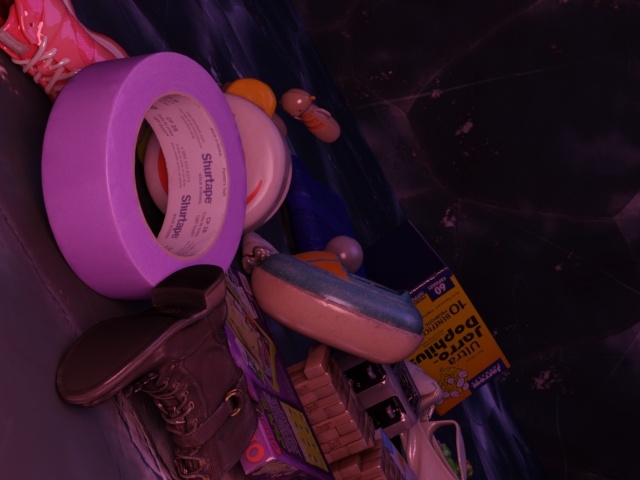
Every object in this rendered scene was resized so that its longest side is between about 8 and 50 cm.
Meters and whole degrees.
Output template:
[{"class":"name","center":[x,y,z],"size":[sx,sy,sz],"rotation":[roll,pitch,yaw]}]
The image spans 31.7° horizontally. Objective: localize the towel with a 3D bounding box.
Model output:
[{"class":"towel","center":[0.000,0.000,2.216],"size":[0.227,0.076,0.308],"rotation":[40,26,-46]}]

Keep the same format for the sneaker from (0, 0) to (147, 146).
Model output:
[{"class":"sneaker","center":[-0.325,-0.225,1.307],"size":[0.314,0.116,0.136],"rotation":[58,28,-11]}]

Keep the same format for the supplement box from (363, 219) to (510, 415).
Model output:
[{"class":"supplement box","center":[0.220,0.167,2.381],"size":[0.356,0.194,0.195],"rotation":[53,2,-39]}]

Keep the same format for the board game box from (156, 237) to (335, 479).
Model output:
[{"class":"board game box","center":[-0.098,0.160,1.463],"size":[0.347,0.056,0.208],"rotation":[64,7,30]}]

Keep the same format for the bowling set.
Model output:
[{"class":"bowling set","center":[-0.127,-0.139,1.737],"size":[0.154,0.287,0.200],"rotation":[39,61,-49]}]

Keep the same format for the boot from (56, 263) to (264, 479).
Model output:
[{"class":"boot","center":[-0.147,0.171,1.173],"size":[0.263,0.091,0.229],"rotation":[-39,126,-48]}]

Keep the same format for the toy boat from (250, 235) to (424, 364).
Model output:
[{"class":"toy boat","center":[0.027,0.073,1.701],"size":[0.267,0.148,0.318],"rotation":[22,3,-5]}]

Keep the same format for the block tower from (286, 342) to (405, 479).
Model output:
[{"class":"block tower","center":[0.043,0.320,1.692],"size":[0.335,0.097,0.091],"rotation":[62,12,-15]}]

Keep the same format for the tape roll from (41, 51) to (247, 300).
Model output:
[{"class":"tape roll","center":[-0.190,-0.070,1.269],"size":[0.275,0.090,0.275],"rotation":[14,74,-61]}]

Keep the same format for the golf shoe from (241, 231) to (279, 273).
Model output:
[{"class":"golf shoe","center":[-0.071,0.047,1.835],"size":[0.176,0.069,0.086],"rotation":[54,9,-42]}]

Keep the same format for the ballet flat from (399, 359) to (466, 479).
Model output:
[{"class":"ballet flat","center":[0.196,0.349,2.167],"size":[0.139,0.139,0.400],"rotation":[41,25,-60]}]

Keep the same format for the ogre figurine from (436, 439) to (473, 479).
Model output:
[{"class":"ogre figurine","center":[0.256,0.487,2.242],"size":[0.197,0.096,0.118],"rotation":[-76,159,-48]}]

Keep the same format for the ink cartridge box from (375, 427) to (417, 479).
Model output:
[{"class":"ink cartridge box","center":[0.122,0.414,1.889],"size":[0.181,0.061,0.104],"rotation":[56,15,-33]}]

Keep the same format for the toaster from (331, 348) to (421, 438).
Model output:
[{"class":"toaster","center":[0.093,0.254,1.980],"size":[0.168,0.110,0.186],"rotation":[64,12,-5]}]

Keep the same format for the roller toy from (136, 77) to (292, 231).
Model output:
[{"class":"roller toy","center":[-0.135,-0.101,1.519],"size":[0.146,0.209,0.191],"rotation":[19,48,-87]}]
